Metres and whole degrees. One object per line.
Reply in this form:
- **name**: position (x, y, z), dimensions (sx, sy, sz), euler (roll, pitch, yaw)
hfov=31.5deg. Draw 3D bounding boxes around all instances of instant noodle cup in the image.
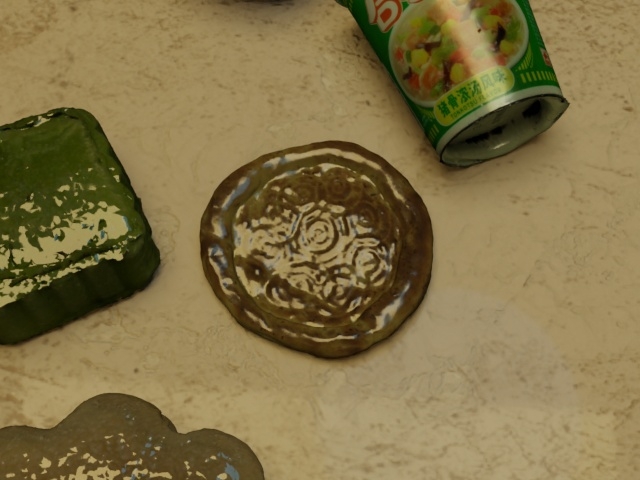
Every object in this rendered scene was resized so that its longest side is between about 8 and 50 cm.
- **instant noodle cup**: position (0.143, -0.211, 1.199), dimensions (0.207, 0.207, 0.233), euler (-20, 74, -7)

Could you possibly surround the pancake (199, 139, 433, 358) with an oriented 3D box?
- **pancake**: position (0.000, 0.001, 1.183), dimensions (0.250, 0.031, 0.250), euler (-1, 64, 2)

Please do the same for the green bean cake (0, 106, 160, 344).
- **green bean cake**: position (-0.290, -0.020, 1.157), dimensions (0.214, 0.113, 0.200), euler (-24, 67, -9)

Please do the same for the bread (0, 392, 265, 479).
- **bread**: position (-0.221, 0.241, 1.038), dimensions (0.337, 0.102, 0.183), euler (-18, 66, -7)
